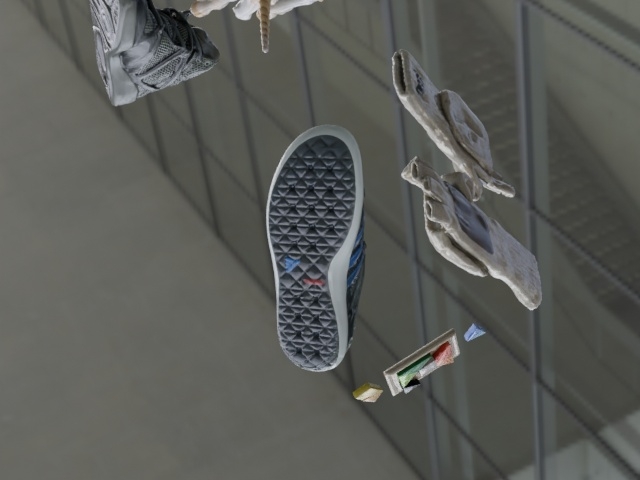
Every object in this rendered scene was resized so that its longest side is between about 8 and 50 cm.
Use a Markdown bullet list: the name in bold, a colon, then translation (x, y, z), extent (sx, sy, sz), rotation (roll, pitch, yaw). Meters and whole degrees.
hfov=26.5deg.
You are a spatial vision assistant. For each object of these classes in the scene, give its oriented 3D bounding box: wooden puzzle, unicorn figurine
- **wooden puzzle**: translation (0.084, 0.102, 1.108), extent (0.116, 0.078, 0.014), rotation (-35, -110, 2)
- **unicorn figurine**: translation (-0.026, -0.151, 0.771), extent (0.111, 0.060, 0.162), rotation (-7, -160, 46)

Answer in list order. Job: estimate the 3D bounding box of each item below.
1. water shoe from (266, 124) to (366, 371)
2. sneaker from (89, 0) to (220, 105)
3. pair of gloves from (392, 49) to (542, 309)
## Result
- **water shoe**: translation (0.000, 0.000, 1.061), extent (0.073, 0.203, 0.080), rotation (11, -156, 13)
- **sneaker**: translation (-0.179, -0.233, 1.478), extent (0.130, 0.227, 0.087), rotation (-20, -111, -13)
- **pair of gloves**: translation (0.140, -0.057, 1.373), extent (0.042, 0.204, 0.240), rotation (-30, -132, 26)
